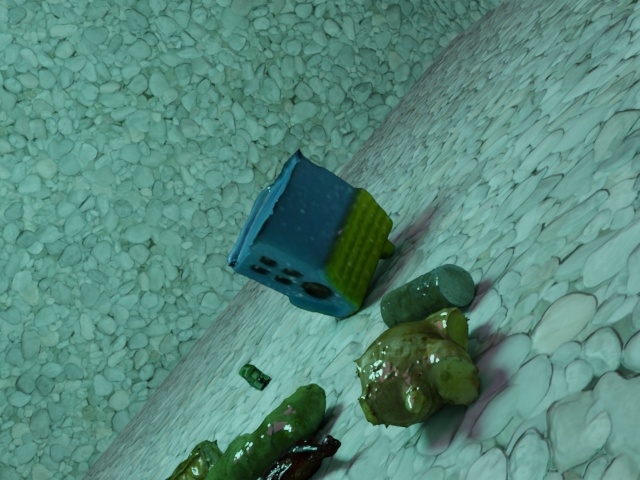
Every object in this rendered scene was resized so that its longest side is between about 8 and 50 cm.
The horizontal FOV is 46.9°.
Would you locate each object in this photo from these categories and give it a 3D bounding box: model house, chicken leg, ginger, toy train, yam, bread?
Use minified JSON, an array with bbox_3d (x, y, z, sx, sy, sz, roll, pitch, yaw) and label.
[{"bbox_3d":[0.000,0.000,1.500,0.237,0.303,0.215,-66,9,-30],"label":"model house"},{"bbox_3d":[-0.038,0.326,1.043,0.219,0.048,0.089,-45,13,25],"label":"chicken leg"},{"bbox_3d":[-0.098,0.338,1.175,0.290,0.089,0.137,-49,-11,23],"label":"ginger"},{"bbox_3d":[-0.150,0.305,1.664,0.038,0.056,0.093,-49,9,-17],"label":"toy train"},{"bbox_3d":[0.113,0.154,0.874,0.157,0.102,0.216,-22,12,13],"label":"ginger"},{"bbox_3d":[0.154,0.085,1.085,0.068,0.068,0.169,-54,11,-31],"label":"yam"},{"bbox_3d":[-0.274,0.491,1.374,0.269,0.098,0.087,-48,-33,11],"label":"bread"}]
